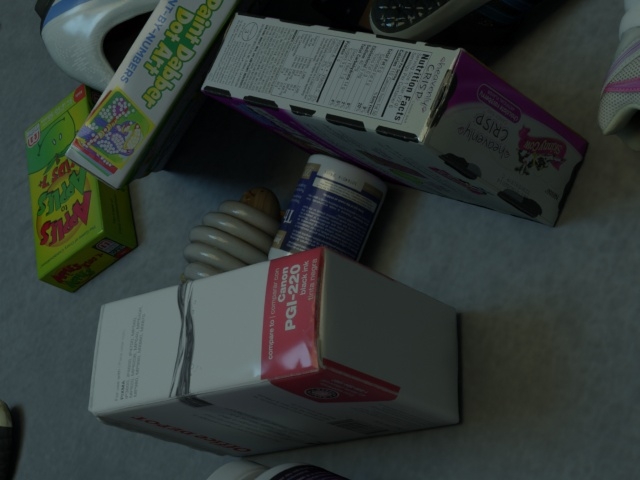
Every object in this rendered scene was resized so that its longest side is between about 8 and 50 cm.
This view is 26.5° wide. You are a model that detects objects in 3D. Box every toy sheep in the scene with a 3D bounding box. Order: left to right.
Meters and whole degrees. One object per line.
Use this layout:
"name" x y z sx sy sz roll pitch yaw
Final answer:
"toy sheep" -0.070 0.016 1.090 0.091 0.091 0.132 12 73 45

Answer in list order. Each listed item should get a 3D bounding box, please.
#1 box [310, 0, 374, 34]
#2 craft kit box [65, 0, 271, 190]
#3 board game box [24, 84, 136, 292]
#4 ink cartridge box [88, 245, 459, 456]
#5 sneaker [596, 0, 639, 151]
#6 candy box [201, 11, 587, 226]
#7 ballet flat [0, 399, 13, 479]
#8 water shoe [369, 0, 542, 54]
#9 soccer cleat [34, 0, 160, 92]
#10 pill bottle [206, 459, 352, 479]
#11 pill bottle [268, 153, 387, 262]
"box" 0.076 -0.234 1.110 0.136 0.036 0.225 30 93 46
"craft kit box" -0.102 -0.165 1.123 0.250 0.061 0.246 -57 5 5
"board game box" -0.231 -0.052 1.299 0.092 0.043 0.181 -33 51 27
"ink cartridge box" -0.033 0.087 0.966 0.218 0.158 0.092 -17 61 36
"sneaker" 0.270 -0.075 0.817 0.252 0.103 0.111 26 93 53
"candy box" 0.049 -0.090 0.975 0.233 0.159 0.071 19 85 45
"ballet flat" -0.323 0.228 1.245 0.057 0.049 0.173 5 74 43
"water shoe" 0.133 -0.190 1.014 0.203 0.080 0.073 -25 55 2
"soccer cleat" -0.126 -0.275 1.281 0.143 0.116 0.331 42 99 23
"pill bottle" 0.002 0.210 0.910 0.193 0.108 0.108 13 80 45
"pill bottle" 0.000 0.000 1.043 0.067 0.067 0.120 17 83 46
